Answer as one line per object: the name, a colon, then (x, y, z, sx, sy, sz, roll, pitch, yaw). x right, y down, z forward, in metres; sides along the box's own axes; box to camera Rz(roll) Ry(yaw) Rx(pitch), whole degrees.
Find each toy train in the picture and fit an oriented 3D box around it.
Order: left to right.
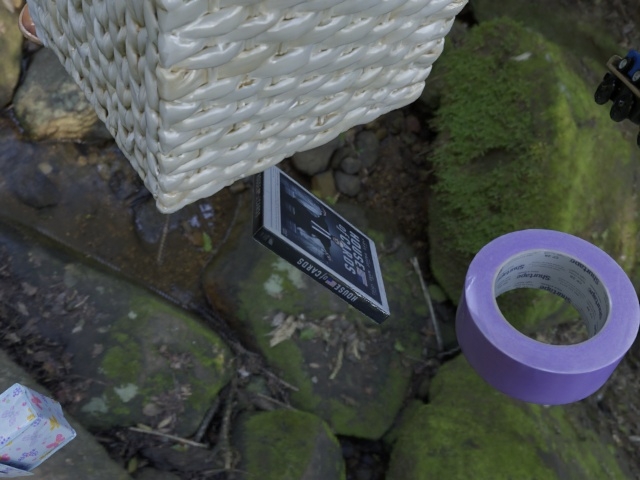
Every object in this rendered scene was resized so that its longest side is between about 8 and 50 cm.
toy train: (0.154, -0.047, 0.282, 0.027, 0.036, 0.158, 21, 29, -14)

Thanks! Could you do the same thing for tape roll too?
tape roll: (0.253, 0.084, 0.779, 0.080, 0.188, 0.189, 90, 16, -52)

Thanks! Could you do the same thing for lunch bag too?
lunch bag: (-0.269, 0.174, 0.594, 0.053, 0.083, 0.071, 49, -11, 28)

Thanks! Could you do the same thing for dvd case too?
dvd case: (0.000, 0.000, 0.987, 0.238, 0.029, 0.179, 35, 26, -26)

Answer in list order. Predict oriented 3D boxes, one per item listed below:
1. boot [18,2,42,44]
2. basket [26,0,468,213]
boot: (-0.300, -0.345, 0.858, 0.073, 0.152, 0.197, 36, 55, -12)
basket: (-0.056, -0.250, 0.569, 0.331, 0.328, 0.266, -28, 72, -24)
